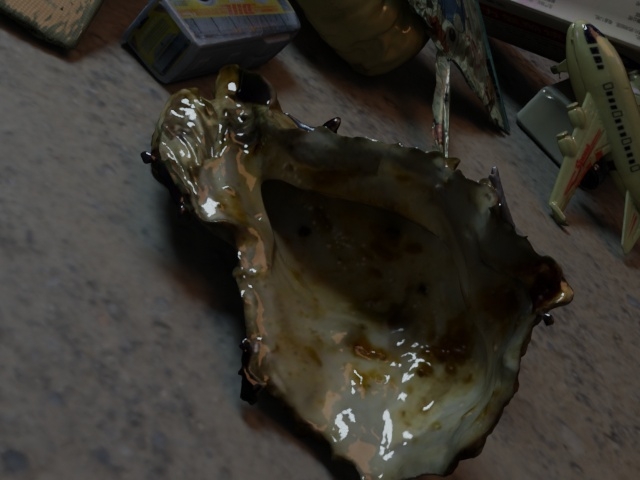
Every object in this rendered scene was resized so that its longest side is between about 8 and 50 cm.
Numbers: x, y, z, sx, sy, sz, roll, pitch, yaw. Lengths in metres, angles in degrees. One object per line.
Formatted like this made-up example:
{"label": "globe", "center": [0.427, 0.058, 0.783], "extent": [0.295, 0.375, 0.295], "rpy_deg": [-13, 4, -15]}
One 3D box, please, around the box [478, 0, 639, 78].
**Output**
{"label": "box", "center": [0.331, -0.256, 1.278], "extent": [0.353, 0.069, 0.214], "rpy_deg": [26, 2, 26]}

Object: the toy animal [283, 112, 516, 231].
{"label": "toy animal", "center": [0.064, -0.003, 0.827], "extent": [0.239, 0.176, 0.255], "rpy_deg": [-66, 139, -56]}

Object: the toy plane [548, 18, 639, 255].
{"label": "toy plane", "center": [0.331, -0.123, 1.172], "extent": [0.242, 0.104, 0.256], "rpy_deg": [-29, 90, -20]}

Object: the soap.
{"label": "soap", "center": [0.331, -0.145, 1.324], "extent": [0.121, 0.064, 0.183], "rpy_deg": [47, 30, 11]}

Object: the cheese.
{"label": "cheese", "center": [0.039, -0.278, 1.084], "extent": [0.214, 0.117, 0.226], "rpy_deg": [46, 37, -33]}

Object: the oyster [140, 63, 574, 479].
{"label": "oyster", "center": [-0.005, 0.007, 0.680], "extent": [0.337, 0.198, 0.133], "rpy_deg": [40, -6, 23]}

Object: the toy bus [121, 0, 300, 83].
{"label": "toy bus", "center": [-0.087, -0.186, 0.901], "extent": [0.075, 0.064, 0.190], "rpy_deg": [52, 31, 7]}

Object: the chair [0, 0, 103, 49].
{"label": "chair", "center": [-0.194, -0.300, 0.868], "extent": [0.160, 0.319, 0.186], "rpy_deg": [33, -13, -16]}

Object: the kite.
{"label": "kite", "center": [0.125, -0.233, 1.093], "extent": [0.406, 0.014, 0.368], "rpy_deg": [39, 49, -52]}
